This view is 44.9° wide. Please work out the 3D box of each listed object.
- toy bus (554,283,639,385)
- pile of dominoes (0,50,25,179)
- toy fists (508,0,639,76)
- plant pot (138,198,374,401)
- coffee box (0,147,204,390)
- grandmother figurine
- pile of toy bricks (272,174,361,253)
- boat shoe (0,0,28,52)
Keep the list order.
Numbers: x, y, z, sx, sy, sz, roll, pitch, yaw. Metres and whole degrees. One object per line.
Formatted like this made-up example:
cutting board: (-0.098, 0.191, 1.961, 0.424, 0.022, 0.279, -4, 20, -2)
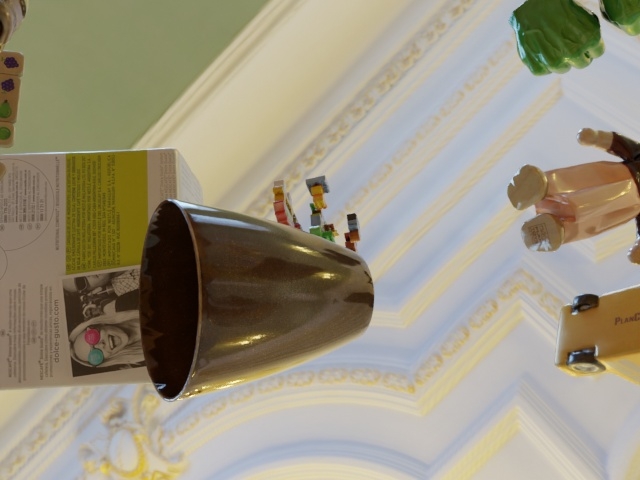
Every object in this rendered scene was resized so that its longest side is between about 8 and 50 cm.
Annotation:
toy bus: (0.477, 0.117, 1.034, 0.333, 0.130, 0.108, -28, -139, 53)
pile of dominoes: (-0.464, -0.137, 0.840, 0.251, 0.040, 0.195, 4, -104, -15)
toy fists: (0.453, -0.371, 1.261, 0.279, 0.096, 0.142, -30, -123, 19)
plant pot: (-0.064, 0.065, 0.876, 0.215, 0.231, 0.215, -4, -94, 61)
coffee box: (-0.366, 0.056, 1.235, 0.335, 0.337, 0.337, -3, -97, -2)
grandmother figurine: (0.435, -0.069, 1.104, 0.104, 0.343, 0.207, -6, -81, 64)
pile of toy bricks: (0.000, 0.000, 1.204, 0.118, 0.212, 0.105, -12, -128, 10)
boat shoe: (-0.332, -0.119, 0.582, 0.257, 0.095, 0.095, -37, -136, 13)
